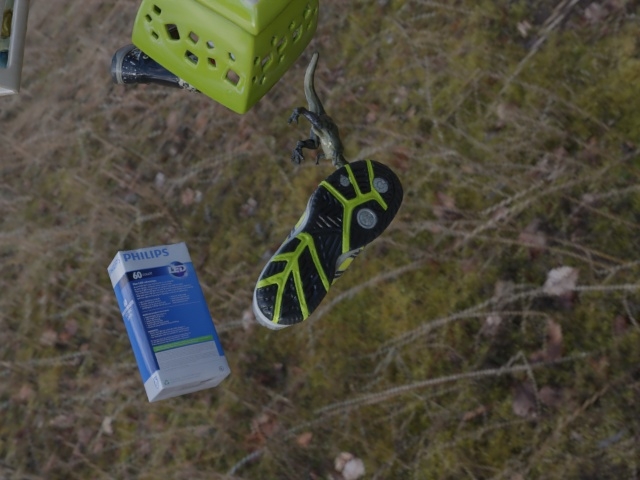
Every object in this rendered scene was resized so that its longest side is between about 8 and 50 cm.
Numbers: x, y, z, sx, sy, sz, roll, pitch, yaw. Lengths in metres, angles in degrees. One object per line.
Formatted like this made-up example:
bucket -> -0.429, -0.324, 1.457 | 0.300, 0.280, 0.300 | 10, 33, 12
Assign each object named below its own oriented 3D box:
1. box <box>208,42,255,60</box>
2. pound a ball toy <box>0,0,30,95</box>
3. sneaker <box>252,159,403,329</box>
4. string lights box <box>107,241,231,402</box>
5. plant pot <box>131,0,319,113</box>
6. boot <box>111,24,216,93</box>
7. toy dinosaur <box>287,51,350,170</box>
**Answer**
box -> -0.193, -0.552, 2.386 | 0.186, 0.145, 0.038 | -52, -6, 1
pound a ball toy -> -0.640, -0.438, 1.758 | 0.208, 0.136, 0.319 | 1, 84, 36
sneaker -> 0.000, 0.000, 1.660 | 0.384, 0.145, 0.147 | -46, 3, -25
string lights box -> -0.268, 0.139, 1.629 | 0.077, 0.133, 0.259 | -46, 59, 50
plant pot -> -0.134, -0.375, 1.424 | 0.228, 0.227, 0.207 | -53, -7, -30
boot -> -0.271, -0.347, 1.778 | 0.178, 0.085, 0.236 | 12, 33, 16
toy dinosaur -> -0.009, -0.212, 1.756 | 0.118, 0.268, 0.064 | -27, 13, -40
